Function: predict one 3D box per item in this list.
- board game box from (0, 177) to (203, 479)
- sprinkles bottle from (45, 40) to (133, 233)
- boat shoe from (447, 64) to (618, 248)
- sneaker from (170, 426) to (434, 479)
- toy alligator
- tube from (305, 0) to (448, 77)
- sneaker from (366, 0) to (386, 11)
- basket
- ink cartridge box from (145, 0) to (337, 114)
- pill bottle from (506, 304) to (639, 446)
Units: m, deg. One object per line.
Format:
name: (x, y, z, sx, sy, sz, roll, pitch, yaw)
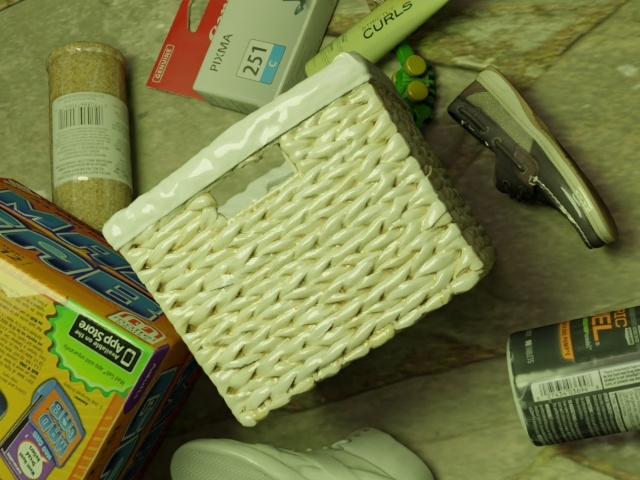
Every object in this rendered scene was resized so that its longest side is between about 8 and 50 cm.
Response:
board game box: (-0.369, 0.163, 1.169, 0.356, 0.356, 0.356, 31, 95, 6)
sprinkles bottle: (-0.329, -0.107, 1.454, 0.121, 0.121, 0.356, -14, 68, 18)
boat shoe: (0.250, -0.090, 1.218, 0.092, 0.103, 0.285, -38, 59, 13)
sneaker: (-0.013, 0.276, 1.170, 0.292, 0.169, 0.108, 17, 110, 12)
toy alligator: (0.128, -0.177, 1.324, 0.051, 0.056, 0.190, 4, 70, -18)
tube: (0.083, -0.281, 1.330, 0.240, 0.062, 0.070, -34, 78, 29)
sneaker: (0.119, -0.437, 1.394, 0.099, 0.153, 0.282, 1, 104, 21)
basket: (0.000, 0.000, 1.143, 0.328, 0.331, 0.266, -33, 86, 11)
ink cartridge box: (-0.113, -0.338, 1.468, 0.261, 0.066, 0.296, 17, 80, 25)
pill bottle: (0.335, 0.138, 1.088, 0.245, 0.130, 0.131, -14, 68, 18)
